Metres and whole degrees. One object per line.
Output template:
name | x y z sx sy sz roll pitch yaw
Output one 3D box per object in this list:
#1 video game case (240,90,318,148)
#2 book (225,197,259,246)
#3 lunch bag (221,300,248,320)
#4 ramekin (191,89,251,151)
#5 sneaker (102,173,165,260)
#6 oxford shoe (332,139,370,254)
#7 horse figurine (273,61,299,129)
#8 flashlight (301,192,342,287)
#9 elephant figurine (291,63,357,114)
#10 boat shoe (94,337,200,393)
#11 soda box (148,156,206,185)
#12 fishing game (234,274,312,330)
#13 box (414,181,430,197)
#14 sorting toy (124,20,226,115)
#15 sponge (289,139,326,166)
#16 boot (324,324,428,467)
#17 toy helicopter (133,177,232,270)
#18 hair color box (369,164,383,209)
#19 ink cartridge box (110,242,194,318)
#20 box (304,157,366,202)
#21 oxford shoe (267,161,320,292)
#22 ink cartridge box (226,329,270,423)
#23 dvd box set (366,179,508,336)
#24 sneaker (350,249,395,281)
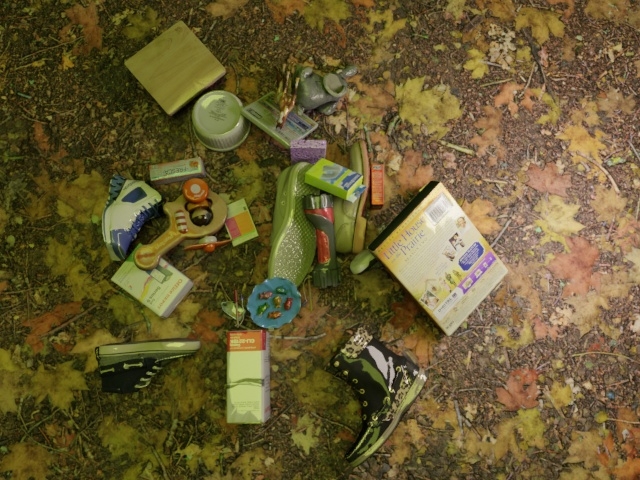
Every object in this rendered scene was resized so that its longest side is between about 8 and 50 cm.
video game case | -0.140 -0.421 1.958 0.212 0.023 0.193 37 45 7
book | -0.280 -0.061 1.938 0.096 0.035 0.144 -22 80 -1
lunch bag | -0.284 0.226 1.861 0.083 0.071 0.053 30 83 7
ramekin | -0.351 -0.423 1.968 0.207 0.109 0.207 0 79 0
sneaker | -0.608 -0.094 1.867 0.182 0.127 0.315 -1 55 -6
oxford shoe | 0.091 -0.151 1.904 0.146 0.140 0.397 4 78 6
horse figurine | -0.122 -0.508 1.931 0.066 0.174 0.263 5 34 -16
flashlight | 0.000 0.000 1.827 0.103 0.103 0.304 0 97 30
elephant figurine | 0.026 -0.531 1.977 0.239 0.169 0.186 3 108 -15
boat shoe | -0.548 0.403 1.812 0.340 0.127 0.158 -5 85 7
soda box | -0.495 -0.239 1.955 0.183 0.063 0.058 -9 80 -1
fishing game | -0.148 0.209 1.827 0.264 0.041 0.189 -7 113 -18
box | 0.420 -0.087 1.917 0.058 0.087 0.232 -38 80 -9
sorting toy | -0.509 -0.600 2.011 0.257 0.089 0.255 -40 82 -8
sponge | -0.042 -0.282 1.890 0.117 0.210 0.031 0 77 -1
boot | 0.129 0.482 1.778 0.284 0.138 0.377 39 78 6
toy helicopter | -0.450 -0.018 1.852 0.355 0.140 0.235 -43 89 -19
hair color box | 0.193 -0.183 1.941 0.043 0.072 0.141 1 78 0
ink cartridge box | -0.553 0.135 1.868 0.212 0.093 0.154 36 80 5
box | 0.051 -0.194 1.811 0.178 0.042 0.109 25 46 18
oxford shoe | -0.101 -0.041 1.893 0.169 0.130 0.449 11 86 -42
ink cartridge box | -0.221 0.421 1.760 0.114 0.197 0.273 -3 79 1
dvd box set | 0.382 0.063 1.798 0.307 0.062 0.420 -47 113 -7
sneaker | 0.216 0.079 1.833 0.268 0.101 0.153 -33 98 -40
